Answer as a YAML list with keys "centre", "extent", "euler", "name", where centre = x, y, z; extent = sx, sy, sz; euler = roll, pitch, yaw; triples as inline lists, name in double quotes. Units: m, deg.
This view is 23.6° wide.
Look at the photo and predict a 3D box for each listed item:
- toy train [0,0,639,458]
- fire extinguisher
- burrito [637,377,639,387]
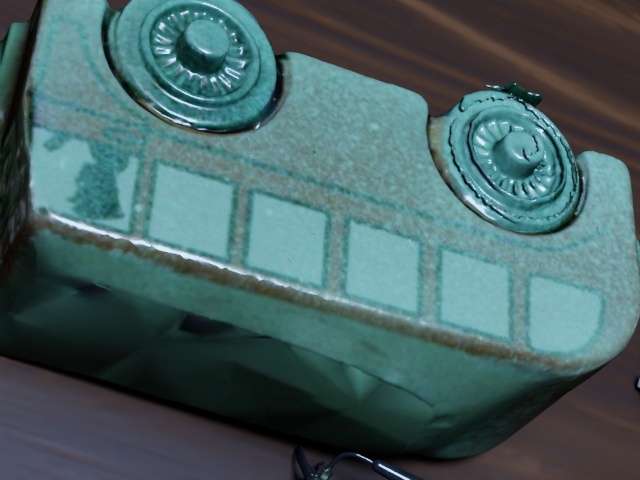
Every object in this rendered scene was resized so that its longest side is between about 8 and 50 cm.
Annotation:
- centre: [0.000, 0.000, 0.677]
  extent: [0.326, 0.129, 0.159]
  euler: [17, 57, -19]
  name: "toy train"
- centre: [0.035, 0.120, 0.675]
  extent: [0.100, 0.046, 0.032]
  euler: [38, 37, -6]
  name: "fire extinguisher"
- centre: [0.268, 0.094, 0.816]
  extent: [0.203, 0.064, 0.064]
  euler: [22, 53, -16]
  name: "burrito"
